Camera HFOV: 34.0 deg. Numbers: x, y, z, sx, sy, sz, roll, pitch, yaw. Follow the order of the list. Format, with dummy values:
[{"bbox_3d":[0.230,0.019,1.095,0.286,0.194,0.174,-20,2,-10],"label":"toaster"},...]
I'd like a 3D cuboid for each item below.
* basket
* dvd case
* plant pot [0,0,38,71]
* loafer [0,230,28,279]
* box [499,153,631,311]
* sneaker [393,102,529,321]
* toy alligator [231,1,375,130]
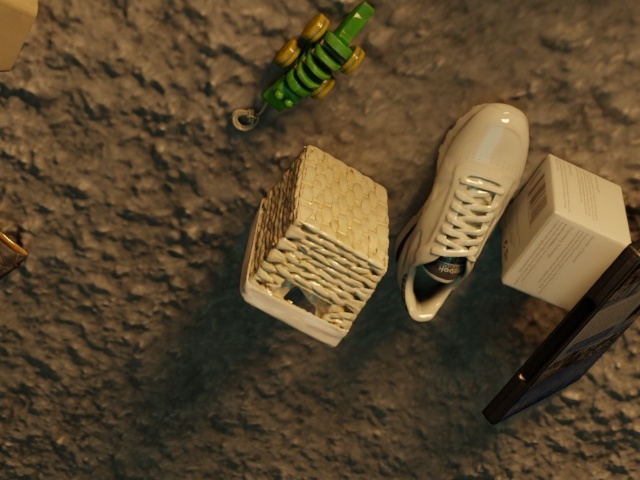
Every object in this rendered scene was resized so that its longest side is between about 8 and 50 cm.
[{"bbox_3d":[0.000,0.000,1.014,0.113,0.167,0.103,29,120,-14],"label":"basket"},{"bbox_3d":[0.281,0.079,1.048,0.022,0.180,0.253,50,129,23],"label":"dvd case"},{"bbox_3d":[-0.310,-0.212,0.933,0.096,0.109,0.109,17,129,-28],"label":"plant pot"},{"bbox_3d":[-0.379,-0.029,1.114,0.061,0.062,0.170,-28,124,0],"label":"loafer"},{"bbox_3d":[0.235,-0.006,1.017,0.087,0.101,0.102,22,128,-10],"label":"box"},{"bbox_3d":[0.141,-0.024,1.021,0.090,0.095,0.235,18,125,-4],"label":"sneaker"},{"bbox_3d":[-0.021,-0.149,0.973,0.056,0.051,0.190,40,121,-20],"label":"toy alligator"}]
